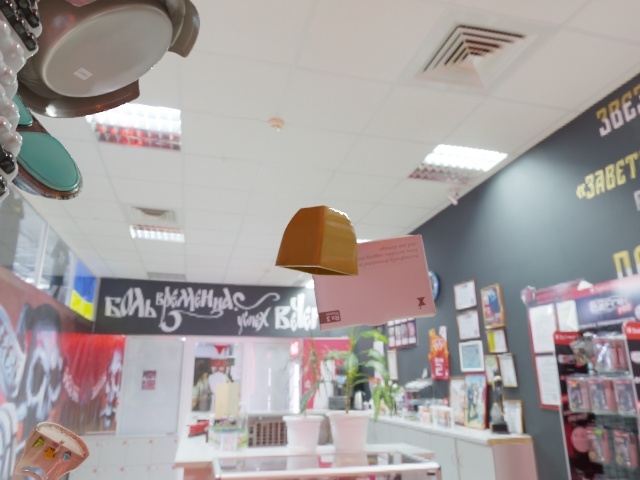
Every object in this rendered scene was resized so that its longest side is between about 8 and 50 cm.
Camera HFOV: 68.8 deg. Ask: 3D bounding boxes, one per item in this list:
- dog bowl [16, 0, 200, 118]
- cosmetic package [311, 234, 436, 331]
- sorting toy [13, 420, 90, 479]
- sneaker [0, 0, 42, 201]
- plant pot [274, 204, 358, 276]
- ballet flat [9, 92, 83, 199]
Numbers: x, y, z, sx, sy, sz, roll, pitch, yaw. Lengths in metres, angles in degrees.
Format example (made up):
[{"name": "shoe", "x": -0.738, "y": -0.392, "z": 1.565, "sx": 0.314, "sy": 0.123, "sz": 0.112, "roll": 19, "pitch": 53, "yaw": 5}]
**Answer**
[{"name": "dog bowl", "x": -0.395, "y": -0.364, "z": 0.843, "sx": 0.348, "sy": 0.102, "sz": 0.349, "roll": -33, "pitch": 0, "yaw": 0}, {"name": "cosmetic package", "x": 0.104, "y": 0.075, "z": 1.008, "sx": 0.216, "sy": 0.157, "sz": 0.385, "roll": -9, "pitch": -1, "yaw": 3}, {"name": "sorting toy", "x": -0.385, "y": 0.306, "z": 0.661, "sx": 0.083, "sy": 0.075, "sz": 0.044, "roll": 41, "pitch": -14, "yaw": -17}, {"name": "sneaker", "x": -0.273, "y": -0.106, "z": 0.307, "sx": 0.118, "sy": 0.292, "sz": 0.110, "roll": -8, "pitch": -35, "yaw": -8}, {"name": "plant pot", "x": 0.000, "y": 0.000, "z": 0.614, "sx": 0.081, "sy": 0.084, "sz": 0.081, "roll": -3, "pitch": -15, "yaw": 45}, {"name": "ballet flat", "x": -0.308, "y": -0.094, "z": 0.478, "sx": 0.070, "sy": 0.188, "sz": 0.070, "roll": -36, "pitch": -18, "yaw": -14}]
